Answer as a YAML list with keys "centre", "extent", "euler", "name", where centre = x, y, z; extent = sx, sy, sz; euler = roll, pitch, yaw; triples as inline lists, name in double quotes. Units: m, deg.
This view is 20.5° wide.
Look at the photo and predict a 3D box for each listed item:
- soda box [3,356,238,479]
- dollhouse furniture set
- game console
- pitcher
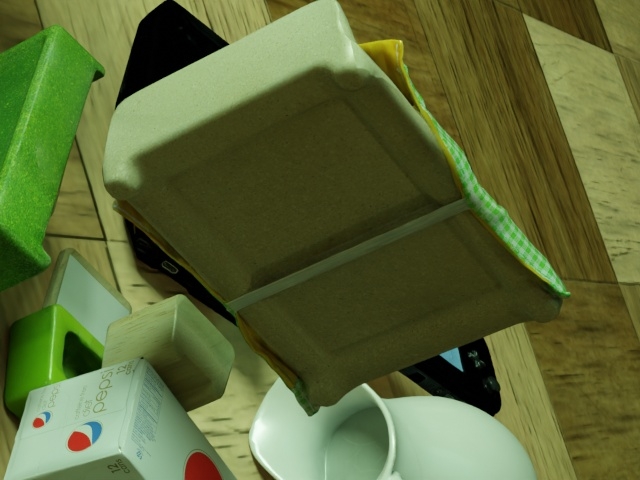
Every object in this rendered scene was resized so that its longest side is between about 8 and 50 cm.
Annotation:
- centre: [-0.076, 0.163, 0.940]
  extent: [0.216, 0.074, 0.069]
  euler: [58, 25, -34]
  name: "soda box"
- centre: [-0.046, -0.024, 0.916]
  extent: [0.197, 0.301, 0.151]
  euler: [48, 32, -33]
  name: "dollhouse furniture set"
- centre: [0.000, 0.000, 1.229]
  extent: [0.361, 0.044, 0.213]
  euler: [37, 35, -31]
  name: "game console"
- centre: [0.075, 0.171, 1.166]
  extent: [0.207, 0.125, 0.178]
  euler: [32, 6, -47]
  name: "pitcher"
